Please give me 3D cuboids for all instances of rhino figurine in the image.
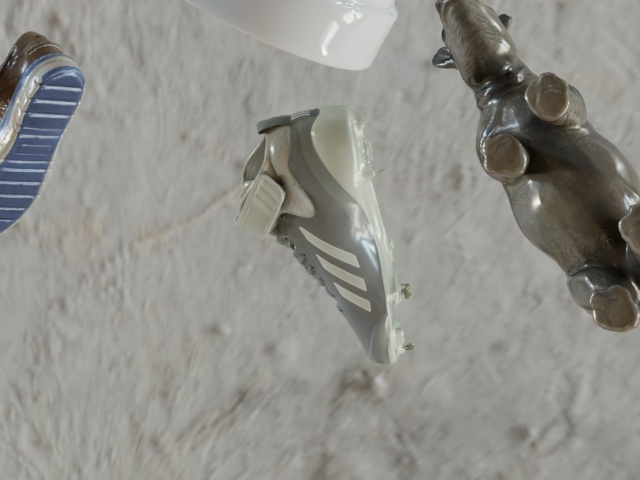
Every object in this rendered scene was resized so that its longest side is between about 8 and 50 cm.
[{"bbox_3d":[0.124,-0.056,1.112,0.073,0.106,0.243,-34,79,8],"label":"rhino figurine"}]

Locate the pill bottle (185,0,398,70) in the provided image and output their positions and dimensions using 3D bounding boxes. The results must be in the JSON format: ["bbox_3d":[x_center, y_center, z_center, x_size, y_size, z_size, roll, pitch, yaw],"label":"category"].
[{"bbox_3d":[0.030,-0.309,1.247,0.210,0.210,0.363,25,106,-2],"label":"pill bottle"}]

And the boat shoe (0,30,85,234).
[{"bbox_3d":[-0.239,-0.078,1.492,0.183,0.066,0.066,-54,53,25],"label":"boat shoe"}]

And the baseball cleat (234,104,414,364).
[{"bbox_3d":[0.000,0.000,1.359,0.109,0.072,0.206,-9,116,5],"label":"baseball cleat"}]
